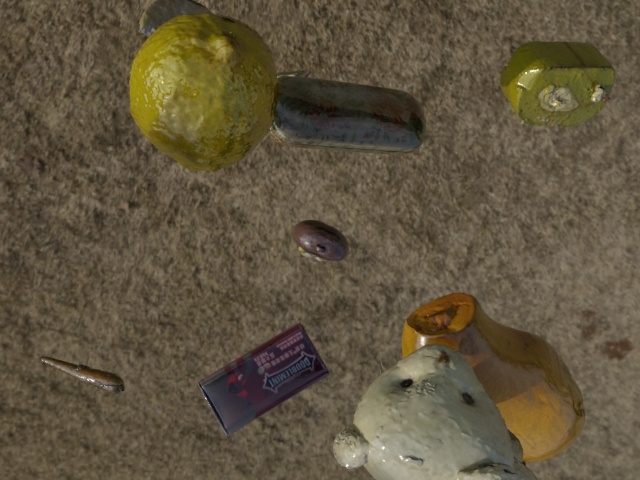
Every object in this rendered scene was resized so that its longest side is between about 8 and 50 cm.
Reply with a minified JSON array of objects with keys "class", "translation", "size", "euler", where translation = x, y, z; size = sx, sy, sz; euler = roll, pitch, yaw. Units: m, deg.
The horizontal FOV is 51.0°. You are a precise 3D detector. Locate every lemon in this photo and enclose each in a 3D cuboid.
[{"class":"lemon","translation":[-0.209,-0.260,1.207],"size":[0.268,0.268,0.322],"euler":[10,148,-15]}]

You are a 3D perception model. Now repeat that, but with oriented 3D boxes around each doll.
[{"class":"doll","translation":[0.008,0.004,1.633],"size":[0.145,0.188,0.096],"euler":[32,100,18]},{"class":"doll","translation":[0.140,0.187,0.699],"size":[0.175,0.149,0.278],"euler":[2,169,24]}]

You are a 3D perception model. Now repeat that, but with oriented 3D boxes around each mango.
[{"class":"mango","translation":[0.239,0.203,0.930],"size":[0.359,0.144,0.187],"euler":[30,95,-28]}]

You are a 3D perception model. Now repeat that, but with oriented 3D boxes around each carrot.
[{"class":"carrot","translation":[-0.590,0.325,1.650],"size":[0.254,0.049,0.049],"euler":[14,132,17]}]

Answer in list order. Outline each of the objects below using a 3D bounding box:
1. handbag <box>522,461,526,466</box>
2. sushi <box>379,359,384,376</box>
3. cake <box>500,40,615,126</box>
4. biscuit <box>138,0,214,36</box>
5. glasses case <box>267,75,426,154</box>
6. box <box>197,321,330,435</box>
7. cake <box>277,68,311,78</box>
[{"class":"handbag","translation":[0.277,0.499,1.063],"size":[0.213,0.127,0.235],"euler":[-29,106,-22]},{"class":"sushi","translation":[0.176,0.560,1.888],"size":[0.064,0.359,0.343],"euler":[-10,152,-2]},{"class":"cake","translation":[0.568,-0.377,1.630],"size":[0.261,0.156,0.179],"euler":[-3,133,-13]},{"class":"biscuit","translation":[-0.307,-0.510,1.588],"size":[0.250,0.133,0.032],"euler":[9,157,-35]},{"class":"glasses case","translation":[0.063,-0.285,1.550],"size":[0.425,0.156,0.098],"euler":[0,166,-30]},{"class":"box","translation":[-0.105,0.258,1.262],"size":[0.224,0.120,0.069],"euler":[-28,173,-8]},{"class":"cake","translation":[-0.124,-0.376,1.741],"size":[0.220,0.086,0.116],"euler":[5,115,32]}]
